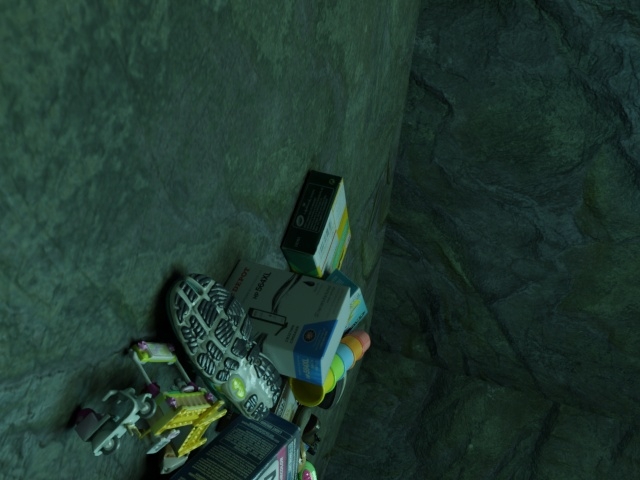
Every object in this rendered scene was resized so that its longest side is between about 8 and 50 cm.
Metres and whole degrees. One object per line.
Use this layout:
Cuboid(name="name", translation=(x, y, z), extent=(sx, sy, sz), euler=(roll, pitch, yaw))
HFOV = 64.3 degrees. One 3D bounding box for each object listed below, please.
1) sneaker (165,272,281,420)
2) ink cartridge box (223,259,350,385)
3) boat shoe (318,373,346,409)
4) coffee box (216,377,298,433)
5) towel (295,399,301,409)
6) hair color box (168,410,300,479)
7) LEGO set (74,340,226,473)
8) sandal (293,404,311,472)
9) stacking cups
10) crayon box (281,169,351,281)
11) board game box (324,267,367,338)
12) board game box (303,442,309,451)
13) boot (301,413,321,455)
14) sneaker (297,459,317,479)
Cuboid(name="sneaker", translation=(-0.155, 0.163, 0.728), extent=(0.107, 0.110, 0.275), euler=(-56, 138, -41))
Cuboid(name="ink cartridge box", translation=(-0.068, 0.130, 0.837), extent=(0.086, 0.203, 0.148), euler=(88, 20, -46))
Cuboid(name="boat shoe", translation=(0.012, 0.409, 1.715), extent=(0.130, 0.132, 0.355), euler=(-19, 114, -64))
Cuboid(name="coffee box", translation=(-0.126, 0.385, 1.098), extent=(0.246, 0.098, 0.141), euler=(83, 25, -60))
Cuboid(name="towel", translation=(-0.079, 0.478, 1.378), extent=(0.237, 0.037, 0.329), euler=(-57, 169, -28))
Cuboid(name="hair color box", translation=(-0.169, 0.419, 0.745), extent=(0.347, 0.105, 0.174), euler=(-31, 132, -52))
Cuboid(name="LEGO set", translation=(-0.204, 0.212, 0.660), extent=(0.132, 0.107, 0.287), euler=(-34, 157, -16))
Cuboid(name="sandal", translation=(-0.054, 0.481, 1.159), extent=(0.219, 0.060, 0.090), euler=(-62, 164, -46))
Cuboid(name="stacking cups", translation=(0.044, 0.298, 1.275), extent=(0.316, 0.096, 0.096), euler=(-22, 127, -58))
Cuboid(name="crayon box", translation=(0.000, 0.000, 1.257), extent=(0.323, 0.083, 0.203), euler=(73, 34, -65))
Cuboid(name="board game box", translation=(0.006, 0.228, 1.321), extent=(0.254, 0.079, 0.336), euler=(-48, 162, -7))
Cuboid(name="board game box", translation=(-0.125, 0.621, 1.318), extent=(0.210, 0.047, 0.160), euler=(-52, 166, -2))
Cuboid(name="boot", translation=(-0.026, 0.582, 1.525), extent=(0.219, 0.106, 0.082), euler=(-44, -167, 54))
Cuboid(name="sneaker", translation=(-0.111, 0.838, 1.594), extent=(0.202, 0.185, 0.483), euler=(-90, -170, -61))
